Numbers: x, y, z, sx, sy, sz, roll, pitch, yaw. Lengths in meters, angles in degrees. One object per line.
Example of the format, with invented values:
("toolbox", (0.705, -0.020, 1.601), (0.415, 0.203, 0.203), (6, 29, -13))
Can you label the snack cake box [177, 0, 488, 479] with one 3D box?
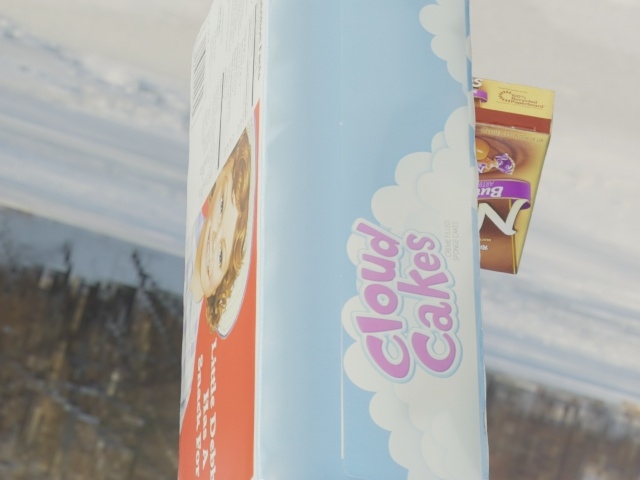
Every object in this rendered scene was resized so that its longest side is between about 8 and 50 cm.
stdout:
("snack cake box", (0.000, 0.000, 0.701), (0.089, 0.264, 0.152), (8, 154, -15))

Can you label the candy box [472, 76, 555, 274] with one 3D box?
("candy box", (0.123, -0.052, 1.384), (0.109, 0.053, 0.186), (10, 145, 4))
